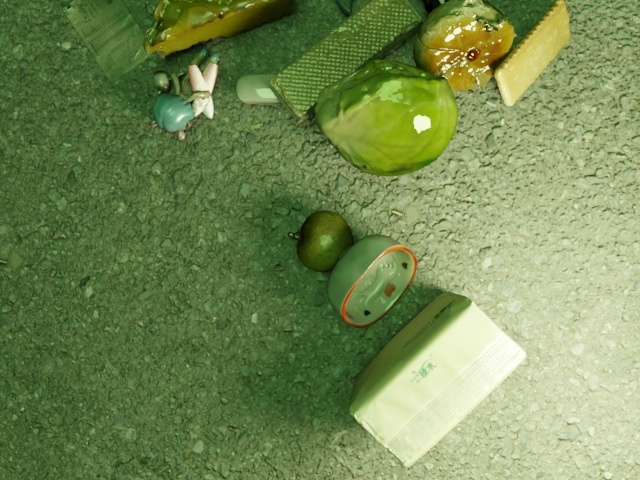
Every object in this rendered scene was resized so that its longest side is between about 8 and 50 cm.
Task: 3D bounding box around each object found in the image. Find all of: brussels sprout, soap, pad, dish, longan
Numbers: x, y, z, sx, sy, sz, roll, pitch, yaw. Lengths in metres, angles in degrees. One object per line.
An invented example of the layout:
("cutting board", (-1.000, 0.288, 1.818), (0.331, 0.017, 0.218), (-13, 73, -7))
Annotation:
("brussels sprout", (0.166, -0.309, 1.415), (0.343, 0.344, 0.268), (12, 57, 5))
("soap", (-0.247, -0.573, 1.521), (0.338, 0.169, 0.305), (21, 90, 7))
("pad", (-0.597, -0.592, 1.631), (0.159, 0.009, 0.265), (-34, 86, 3))
("dish", (0.115, 0.088, 1.453), (0.256, 0.256, 0.117), (-51, 56, 2))
("longan", (0.000, 0.000, 1.493), (0.176, 0.145, 0.155), (17, 64, 1))

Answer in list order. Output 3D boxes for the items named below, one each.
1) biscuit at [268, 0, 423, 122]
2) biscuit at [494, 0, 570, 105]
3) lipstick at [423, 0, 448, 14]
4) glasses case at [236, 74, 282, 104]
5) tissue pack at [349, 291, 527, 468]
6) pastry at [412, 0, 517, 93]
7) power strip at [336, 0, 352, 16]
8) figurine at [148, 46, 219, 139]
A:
("biscuit", (0.065, -0.489, 1.511), (0.426, 0.078, 0.144), (-38, 87, -5))
("biscuit", (0.536, -0.472, 1.463), (0.250, 0.160, 0.030), (-50, 55, 3))
("lipstick", (0.302, -0.641, 1.516), (0.081, 0.081, 0.300), (-30, 88, 4))
("glasses case", (-0.128, -0.406, 1.563), (0.197, 0.049, 0.076), (1, 87, 4))
("tissue pack", (0.263, 0.313, 1.390), (0.380, 0.297, 0.207), (-44, 88, 1))
("pastry", (0.349, -0.472, 1.425), (0.236, 0.257, 0.121), (-44, 44, 35))
("power strip", (0.125, -0.708, 1.553), (0.216, 0.044, 0.137), (-37, 85, 3))
("figurine", (-0.377, -0.413, 1.561), (0.205, 0.103, 0.260), (28, 81, 3))
